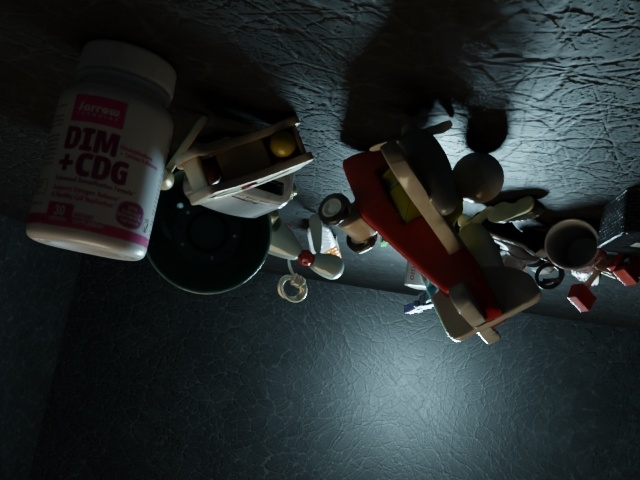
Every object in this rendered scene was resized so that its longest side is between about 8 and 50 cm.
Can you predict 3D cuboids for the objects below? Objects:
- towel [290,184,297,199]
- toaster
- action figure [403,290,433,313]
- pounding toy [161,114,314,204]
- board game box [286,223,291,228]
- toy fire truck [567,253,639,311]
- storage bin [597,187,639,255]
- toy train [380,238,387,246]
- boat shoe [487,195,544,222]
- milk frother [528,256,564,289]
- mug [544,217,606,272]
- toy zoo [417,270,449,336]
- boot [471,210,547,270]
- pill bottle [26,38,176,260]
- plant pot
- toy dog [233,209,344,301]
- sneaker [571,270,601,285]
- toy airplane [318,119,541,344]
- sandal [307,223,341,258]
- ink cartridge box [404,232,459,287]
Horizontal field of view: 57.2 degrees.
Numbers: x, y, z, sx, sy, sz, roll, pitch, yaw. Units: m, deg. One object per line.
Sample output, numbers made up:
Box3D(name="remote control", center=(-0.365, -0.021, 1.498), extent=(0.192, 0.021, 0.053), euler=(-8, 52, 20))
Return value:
Box3D(name="towel", center=(-0.120, -0.121, 1.437), extent=(0.110, 0.027, 0.148), euler=(13, 171, -12))
Box3D(name="toaster", center=(-0.152, -0.121, 1.174), extent=(0.226, 0.129, 0.146), euler=(17, 165, -32))
Box3D(name="action figure", center=(0.426, 0.123, 1.904), extent=(0.341, 0.179, 0.330), euler=(-25, 147, 29))
Box3D(name="pounding toy", center=(-0.162, -0.152, 0.963), extent=(0.269, 0.155, 0.154), euler=(-21, -178, -2))
Box3D(name="board game box", center=(-0.213, -0.043, 1.922), extent=(0.146, 0.045, 0.193), euler=(19, 167, -41))
Box3D(name="toy fire truck", center=(0.615, 0.059, 1.231), extent=(0.047, 0.192, 0.135), euler=(45, 153, -5))
Box3D(name="storage bin", center=(0.602, -0.029, 1.088), extent=(0.122, 0.084, 0.180), euler=(8, 169, 10))
Box3D(name="toy train", center=(0.205, 0.007, 1.886), extent=(0.023, 0.017, 0.083), euler=(-1, 170, 2))
Box3D(name="boat shoe", center=(0.403, -0.058, 1.219), extent=(0.042, 0.049, 0.133), euler=(23, 161, -23))
Box3D(name="milk frother", center=(0.564, 0.062, 1.483), extent=(0.129, 0.143, 0.134), euler=(-4, 164, 39))
Box3D(name="mug", center=(0.602, 0.023, 1.324), extent=(0.150, 0.113, 0.169), euler=(5, 173, 34))
Box3D(name="toy zoo", center=(0.292, 0.074, 1.494), extent=(0.030, 0.293, 0.192), euler=(-15, 147, -7))
Box3D(name="boot", center=(0.397, 0.056, 1.385), extent=(0.262, 0.091, 0.229), euler=(20, 129, -28))
Box3D(name="pill bottle", center=(-0.301, -0.124, 0.835), extent=(0.160, 0.283, 0.160), euler=(9, 170, 2))
Box3D(name="plant pot", center=(-0.276, -0.022, 1.443), extent=(0.292, 0.293, 0.235), euler=(12, 177, -11))
Box3D(name="toy dog", center=(-0.097, -0.003, 1.676), extent=(0.220, 0.161, 0.334), euler=(-33, 118, 17))
Box3D(name="sneaker", center=(0.755, 0.088, 1.672), extent=(0.077, 0.072, 0.178), euler=(18, 168, 18))
Box3D(name="toy airplane", center=(0.210, -0.024, 0.960), extent=(0.384, 0.272, 0.386), euler=(43, 180, -6))
Box3D(name="sandal", center=(0.011, -0.001, 1.901), extent=(0.101, 0.076, 0.265), euler=(-5, 148, 3))
Box3D(name="ink cartridge box", center=(0.353, 0.061, 1.629), extent=(0.217, 0.159, 0.092), euler=(1, 169, 39))
